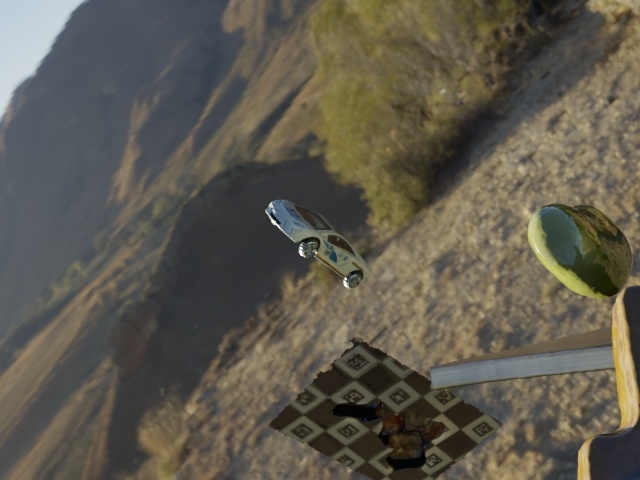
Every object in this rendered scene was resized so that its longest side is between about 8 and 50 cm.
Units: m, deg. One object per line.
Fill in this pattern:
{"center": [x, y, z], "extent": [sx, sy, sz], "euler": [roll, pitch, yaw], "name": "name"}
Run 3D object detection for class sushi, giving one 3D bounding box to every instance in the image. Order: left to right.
{"center": [0.061, 0.168, 0.951], "extent": [0.139, 0.201, 0.031], "euler": [-44, 29, 23], "name": "sushi"}

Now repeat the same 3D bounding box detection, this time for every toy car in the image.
{"center": [0.000, 0.000, 1.376], "extent": [0.056, 0.205, 0.095], "euler": [-46, 48, 6], "name": "toy car"}

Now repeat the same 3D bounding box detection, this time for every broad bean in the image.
{"center": [0.292, 0.013, 1.091], "extent": [0.082, 0.124, 0.174], "euler": [-48, -15, 26], "name": "broad bean"}

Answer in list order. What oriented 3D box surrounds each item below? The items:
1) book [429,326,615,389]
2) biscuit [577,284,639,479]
{"center": [0.315, 0.098, 0.944], "extent": [0.262, 0.028, 0.373], "euler": [-15, -8, 41], "name": "book"}
{"center": [0.230, 0.101, 0.428], "extent": [0.301, 0.278, 0.043], "euler": [-45, -13, -18], "name": "biscuit"}
